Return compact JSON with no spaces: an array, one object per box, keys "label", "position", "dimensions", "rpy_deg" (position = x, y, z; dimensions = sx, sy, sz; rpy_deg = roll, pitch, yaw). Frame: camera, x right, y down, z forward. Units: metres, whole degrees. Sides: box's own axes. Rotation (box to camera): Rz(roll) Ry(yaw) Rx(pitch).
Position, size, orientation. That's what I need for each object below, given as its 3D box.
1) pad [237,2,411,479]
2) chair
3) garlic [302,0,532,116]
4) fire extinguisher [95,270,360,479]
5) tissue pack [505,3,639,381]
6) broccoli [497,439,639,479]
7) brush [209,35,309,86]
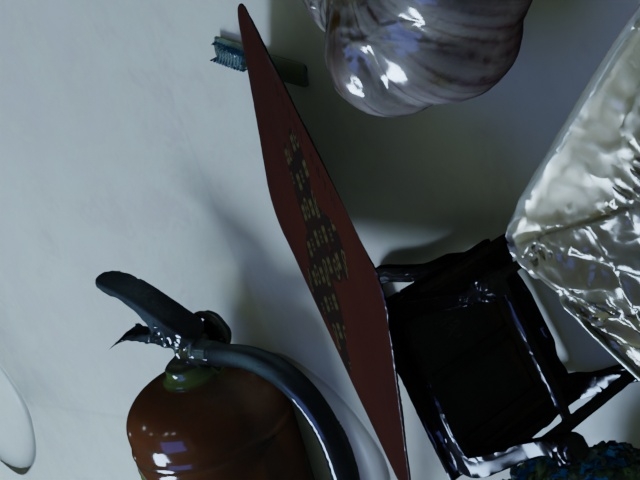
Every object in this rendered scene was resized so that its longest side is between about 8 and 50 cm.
[{"label":"pad","position":[0.000,0.000,1.013],"dimensions":[0.267,0.004,0.181],"rpy_deg":[-115,12,-45]},{"label":"chair","position":[0.075,0.064,0.999],"dimensions":[0.229,0.113,0.106],"rpy_deg":[-19,98,53]},{"label":"garlic","position":[0.052,-0.142,0.867],"dimensions":[0.147,0.102,0.159],"rpy_deg":[-19,77,58]},{"label":"fire extinguisher","position":[-0.028,0.190,1.245],"dimensions":[0.200,0.113,0.376],"rpy_deg":[-6,114,29]},{"label":"tissue pack","position":[0.199,-0.056,0.620],"dimensions":[0.125,0.234,0.159],"rpy_deg":[47,146,14]},{"label":"broccoli","position":[0.148,0.184,0.948],"dimensions":[0.167,0.160,0.154],"rpy_deg":[22,170,11]},{"label":"brush","position":[-0.038,-0.107,1.095],"dimensions":[0.083,0.013,0.016],"rpy_deg":[21,130,41]}]
